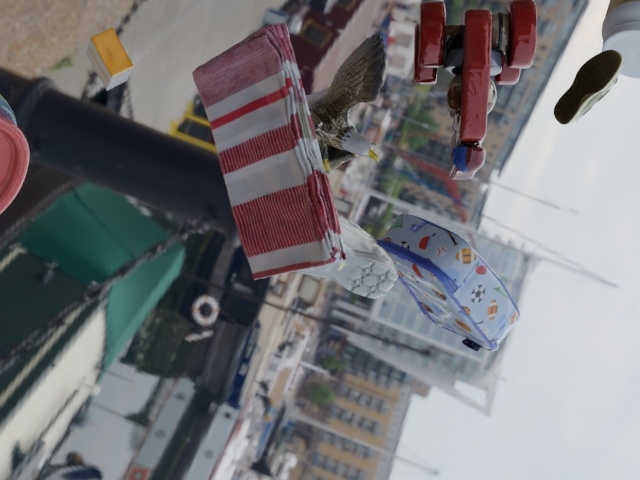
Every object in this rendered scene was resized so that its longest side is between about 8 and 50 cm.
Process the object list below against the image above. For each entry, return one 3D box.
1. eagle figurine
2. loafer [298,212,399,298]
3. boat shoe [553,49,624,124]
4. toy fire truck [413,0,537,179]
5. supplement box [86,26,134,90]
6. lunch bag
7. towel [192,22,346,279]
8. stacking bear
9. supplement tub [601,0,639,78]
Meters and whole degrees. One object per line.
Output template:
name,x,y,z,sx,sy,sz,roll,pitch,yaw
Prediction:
eagle figurine,0.015,-0.208,1.523,0.298,0.225,0.226,66,35,-63
loafer,0.000,0.000,1.536,0.112,0.319,0.111,-45,-140,17
boat shoe,0.442,-0.249,1.487,0.048,0.056,0.153,-12,147,-39
toy fire truck,0.231,-0.225,1.402,0.302,0.169,0.254,17,73,-86
supplement box,-0.298,-0.256,1.292,0.036,0.062,0.098,-30,-173,-17
lunch bag,0.245,0.087,1.797,0.115,0.243,0.303,-49,130,-14
towel,-0.081,-0.113,1.282,0.237,0.037,0.329,-13,-87,55
stacking bear,-0.577,-0.190,1.454,0.164,0.289,0.175,-46,135,3
supplement tub,0.571,-0.396,1.582,0.144,0.144,0.200,106,7,-66
